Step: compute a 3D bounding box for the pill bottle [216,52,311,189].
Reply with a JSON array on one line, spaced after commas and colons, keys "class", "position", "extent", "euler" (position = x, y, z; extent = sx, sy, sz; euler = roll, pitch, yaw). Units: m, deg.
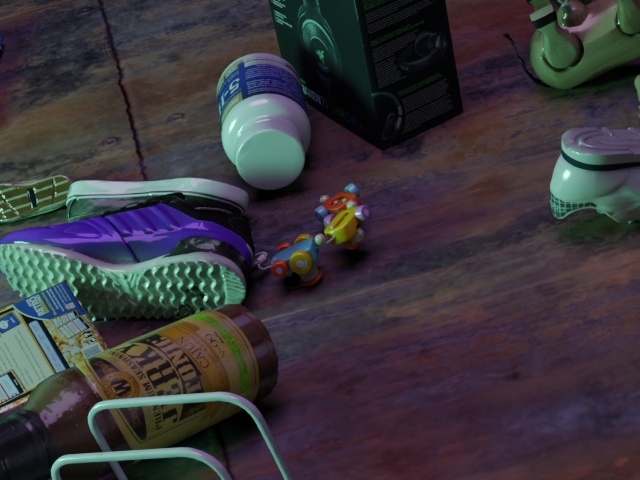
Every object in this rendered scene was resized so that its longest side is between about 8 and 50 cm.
[{"class": "pill bottle", "position": [-0.069, -0.145, 1.911], "extent": [0.112, 0.112, 0.186], "euler": [-13, 33, 0]}]

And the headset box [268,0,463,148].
[{"class": "headset box", "position": [0.043, -0.299, 1.948], "extent": [0.131, 0.283, 0.246], "euler": [-26, 36, -20]}]

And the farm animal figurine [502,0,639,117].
[{"class": "farm animal figurine", "position": [0.396, -0.256, 1.889], "extent": [0.327, 0.172, 0.330], "euler": [-11, 39, 26]}]

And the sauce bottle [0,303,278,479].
[{"class": "sauce bottle", "position": [-0.190, 0.158, 1.431], "extent": [0.111, 0.111, 0.344], "euler": [18, 30, 39]}]

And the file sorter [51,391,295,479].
[{"class": "file sorter", "position": [-0.149, 0.275, 1.226], "extent": [0.193, 0.173, 0.277], "euler": [-8, 32, 31]}]

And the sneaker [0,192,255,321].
[{"class": "sneaker", "position": [-0.211, 0.008, 1.735], "extent": [0.293, 0.102, 0.146], "euler": [4, 43, 11]}]

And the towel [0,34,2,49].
[{"class": "towel", "position": [-0.606, -0.215, 2.267], "extent": [0.243, 0.040, 0.336], "euler": [-11, 33, 4]}]

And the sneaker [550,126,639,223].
[{"class": "sneaker", "position": [0.362, -0.067, 1.681], "extent": [0.235, 0.094, 0.090], "euler": [3, 26, -12]}]

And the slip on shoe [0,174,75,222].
[{"class": "slip on shoe", "position": [-0.368, -0.053, 1.945], "extent": [0.135, 0.051, 0.041], "euler": [-15, -7, 11]}]

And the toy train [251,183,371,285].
[{"class": "toy train", "position": [0.000, 0.000, 1.738], "extent": [0.166, 0.046, 0.125], "euler": [-38, 19, -21]}]

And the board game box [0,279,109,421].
[{"class": "board game box", "position": [-0.324, 0.136, 1.617], "extent": [0.194, 0.045, 0.147], "euler": [-24, 45, -16]}]

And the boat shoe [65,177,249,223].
[{"class": "boat shoe", "position": [-0.194, -0.029, 1.827], "extent": [0.219, 0.078, 0.070], "euler": [-1, 67, 8]}]
